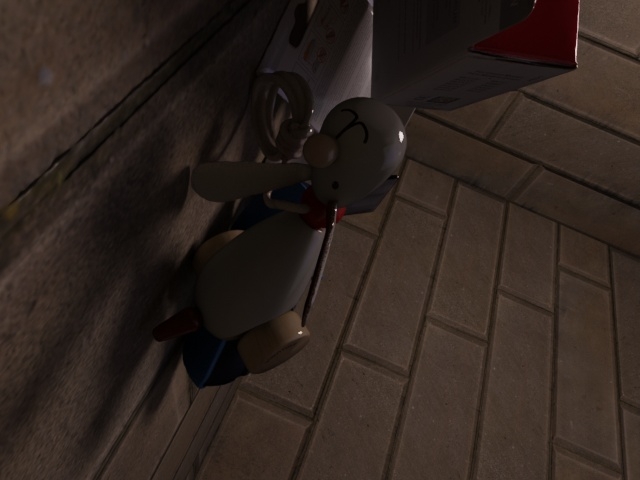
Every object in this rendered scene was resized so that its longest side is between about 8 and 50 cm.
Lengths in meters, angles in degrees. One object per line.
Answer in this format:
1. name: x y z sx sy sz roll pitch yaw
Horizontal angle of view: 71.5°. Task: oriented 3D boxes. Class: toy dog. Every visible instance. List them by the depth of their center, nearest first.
1. toy dog: -0.067 0.010 0.433 0.161 0.220 0.333 -18 133 -44

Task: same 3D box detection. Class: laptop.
1. laptop: 0.000 0.000 1.261 0.382 0.408 0.236 110 -28 -81

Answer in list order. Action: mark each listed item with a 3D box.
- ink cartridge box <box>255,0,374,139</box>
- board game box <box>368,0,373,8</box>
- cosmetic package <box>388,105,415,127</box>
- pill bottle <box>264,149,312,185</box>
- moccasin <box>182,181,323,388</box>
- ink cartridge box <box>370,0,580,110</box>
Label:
1. ink cartridge box: 0.014 -0.220 0.565 0.225 0.056 0.181 29 82 -49
2. board game box: 0.080 -0.330 0.661 0.165 0.042 0.243 15 102 -50
3. cosmetic package: 0.239 -0.525 1.540 0.161 0.230 0.453 -62 177 -15
4. pill bottle: -0.044 -0.060 0.764 0.216 0.121 0.121 110 4 -62
5. moccasin: -0.091 0.064 0.659 0.117 0.138 0.342 14 117 -46
6. ink cartridge box: 0.165 -0.315 0.445 0.272 0.130 0.309 -164 -106 -71
